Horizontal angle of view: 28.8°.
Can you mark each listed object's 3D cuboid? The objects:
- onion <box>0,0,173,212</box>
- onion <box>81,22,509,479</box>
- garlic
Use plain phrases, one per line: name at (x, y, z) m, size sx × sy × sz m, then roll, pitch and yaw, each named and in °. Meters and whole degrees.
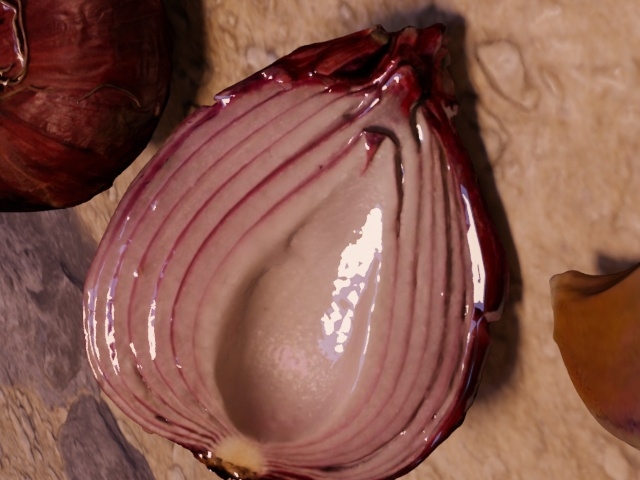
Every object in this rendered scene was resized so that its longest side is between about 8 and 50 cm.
onion at (-0.242, -0.124, 0.870) m, size 0.281 × 0.281 × 0.221 m, roll 12°, pitch 113°, yaw 50°
onion at (0.000, 0.000, 0.727) m, size 0.283 × 0.227 × 0.120 m, roll -62°, pitch 8°, yaw 10°
garlic at (0.178, 0.018, 0.556) m, size 0.128 × 0.090 × 0.198 m, roll 64°, pitch 151°, yaw 28°
